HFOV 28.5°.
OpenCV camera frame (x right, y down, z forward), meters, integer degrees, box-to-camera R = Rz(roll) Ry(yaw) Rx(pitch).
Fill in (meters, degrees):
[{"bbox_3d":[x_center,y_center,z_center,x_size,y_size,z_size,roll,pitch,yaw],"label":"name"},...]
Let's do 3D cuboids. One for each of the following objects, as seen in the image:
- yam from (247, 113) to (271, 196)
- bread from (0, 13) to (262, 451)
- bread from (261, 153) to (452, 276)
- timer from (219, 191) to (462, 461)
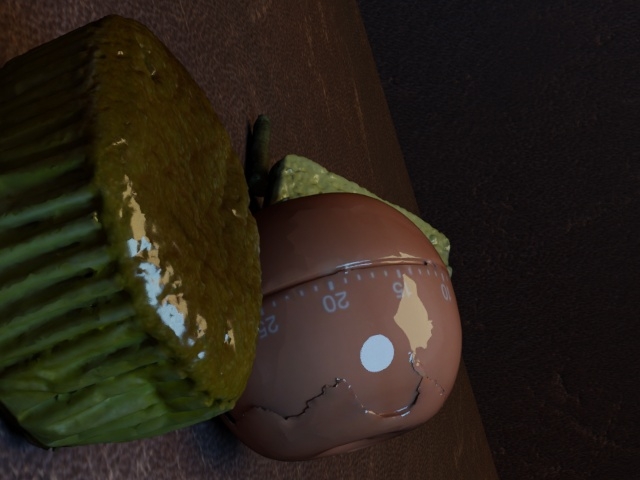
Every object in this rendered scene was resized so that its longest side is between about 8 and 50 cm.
[{"bbox_3d":[-0.068,-0.098,1.457,0.033,0.027,0.129,35,32,-24],"label":"yam"},{"bbox_3d":[-0.125,-0.005,0.768,0.253,0.143,0.227,-85,151,-55],"label":"bread"},{"bbox_3d":[-0.005,0.067,1.394,0.236,0.198,0.263,33,41,-24],"label":"bread"},{"bbox_3d":[0.007,0.078,1.093,0.229,0.230,0.214,48,29,-68],"label":"timer"}]
